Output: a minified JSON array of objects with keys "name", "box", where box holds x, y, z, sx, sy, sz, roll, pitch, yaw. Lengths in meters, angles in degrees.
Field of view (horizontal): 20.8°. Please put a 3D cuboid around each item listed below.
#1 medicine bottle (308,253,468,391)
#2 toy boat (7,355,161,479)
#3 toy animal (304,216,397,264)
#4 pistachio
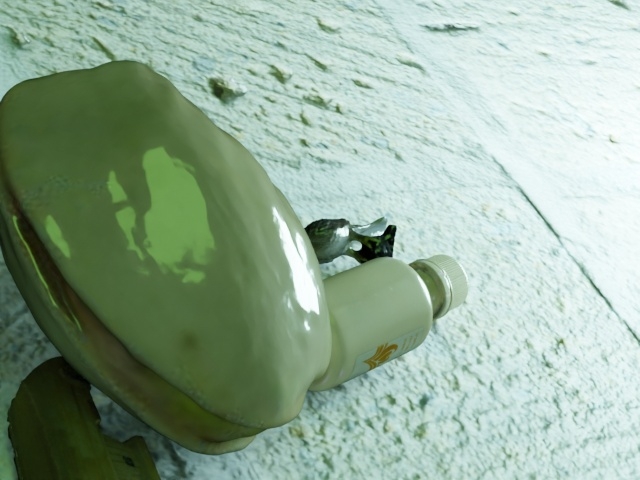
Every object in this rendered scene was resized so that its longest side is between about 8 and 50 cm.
[{"name":"medicine bottle","box":[0.063,0.079,1.940,0.252,0.114,0.114,-22,56,-42]},{"name":"toy boat","box":[-0.209,0.232,1.637,0.121,0.089,0.321,6,38,-30]},{"name":"toy animal","box":[0.009,0.005,2.060,0.202,0.070,0.105,-3,31,-26]},{"name":"pistachio","box":[-0.166,0.012,1.756,0.445,0.281,0.365,57,27,14]}]
